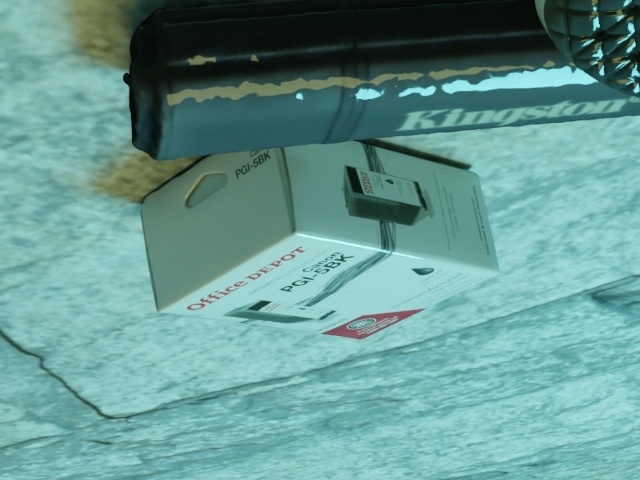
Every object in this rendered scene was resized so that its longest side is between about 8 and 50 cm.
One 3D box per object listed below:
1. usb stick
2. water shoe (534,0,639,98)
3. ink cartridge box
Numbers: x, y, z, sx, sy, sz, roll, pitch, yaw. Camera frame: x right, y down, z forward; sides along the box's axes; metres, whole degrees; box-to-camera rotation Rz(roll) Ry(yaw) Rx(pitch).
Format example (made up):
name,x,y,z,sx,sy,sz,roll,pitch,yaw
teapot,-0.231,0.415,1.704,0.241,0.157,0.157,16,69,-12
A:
name,x,y,z,sx,sy,sz,roll,pitch,yaw
usb stick,0.063,-0.068,0.564,0.278,0.045,0.077,-6,157,-12
water shoe,0.160,-0.070,0.508,0.203,0.080,0.073,28,142,-29
ink cartridge box,0.000,0.000,0.683,0.135,0.056,0.099,10,150,-43
